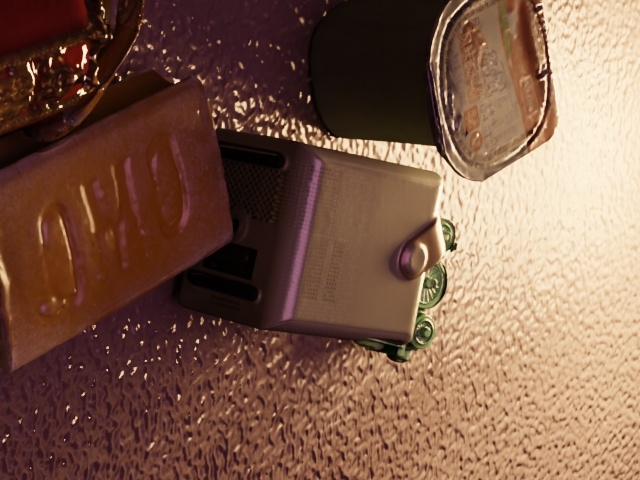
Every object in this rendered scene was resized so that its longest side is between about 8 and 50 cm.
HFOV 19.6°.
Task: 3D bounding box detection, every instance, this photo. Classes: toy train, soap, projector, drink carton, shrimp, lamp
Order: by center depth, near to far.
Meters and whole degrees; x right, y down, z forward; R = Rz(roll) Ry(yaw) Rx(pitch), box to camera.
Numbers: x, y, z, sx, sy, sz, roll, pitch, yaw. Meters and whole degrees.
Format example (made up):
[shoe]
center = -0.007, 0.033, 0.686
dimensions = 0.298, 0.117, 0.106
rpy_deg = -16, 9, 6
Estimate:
[lamp]
center = -0.286, -0.147, 1.374
dimensions = 0.274, 0.177, 0.177
rpy_deg = -28, 120, -43
[shrimp]
center = -0.186, -0.159, 1.524
dimensions = 0.051, 0.132, 0.188
rpy_deg = 44, 55, -43
[soap]
center = -0.202, -0.021, 1.573
dimensions = 0.274, 0.089, 0.174
rpy_deg = -33, 122, -42
[projector]
center = 0.000, 0.000, 1.763
dimensions = 0.242, 0.163, 0.177
rpy_deg = 8, 94, -49
[drink carton]
center = 0.100, -0.170, 1.817
dimensions = 0.191, 0.189, 0.185
rpy_deg = -33, 124, -41
[toy train]
center = 0.081, 0.038, 1.944
dimensions = 0.104, 0.071, 0.178
rpy_deg = 11, 90, -43
